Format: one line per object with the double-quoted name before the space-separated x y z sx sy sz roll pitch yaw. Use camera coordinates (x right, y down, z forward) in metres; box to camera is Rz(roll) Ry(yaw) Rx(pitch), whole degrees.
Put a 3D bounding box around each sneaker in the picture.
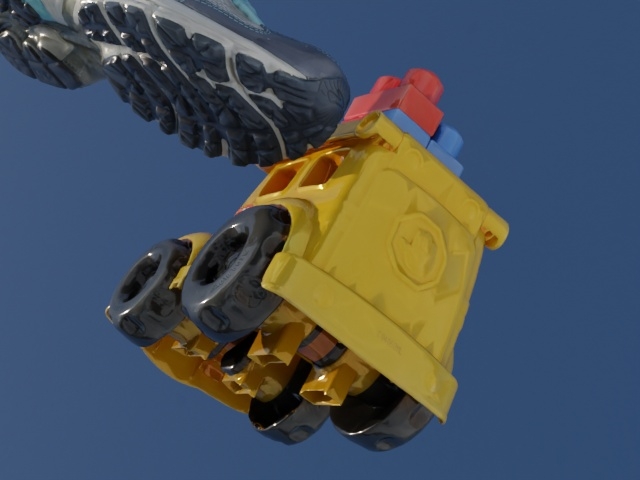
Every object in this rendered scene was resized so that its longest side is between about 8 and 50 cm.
"sneaker" -0.085 -0.141 0.809 0.283 0.110 0.122 26 -115 34

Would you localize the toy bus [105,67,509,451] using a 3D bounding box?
"toy bus" 0.000 0.000 0.843 0.149 0.220 0.211 37 -115 -25
